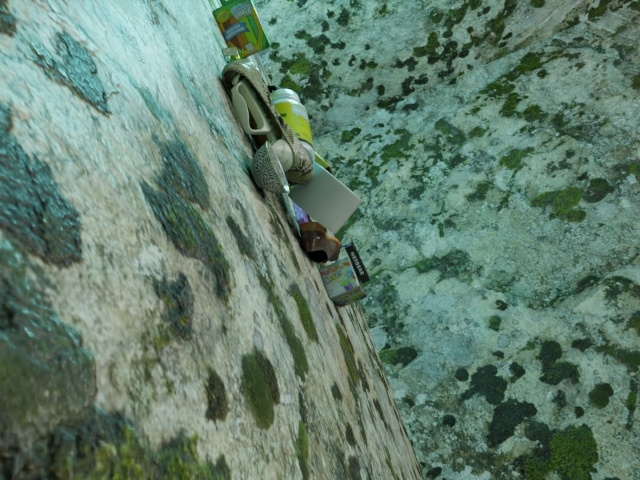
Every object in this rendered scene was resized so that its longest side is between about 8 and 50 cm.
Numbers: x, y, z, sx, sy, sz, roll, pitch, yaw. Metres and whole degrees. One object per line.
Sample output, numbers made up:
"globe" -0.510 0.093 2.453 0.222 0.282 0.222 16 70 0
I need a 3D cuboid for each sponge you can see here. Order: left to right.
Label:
"sponge" -0.083 -0.108 2.045 0.210 0.031 0.117 -106 172 -54

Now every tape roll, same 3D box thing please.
"tape roll" 0.018 -0.165 1.766 0.246 0.169 0.246 39 7 -5

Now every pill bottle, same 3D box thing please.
"pill bottle" -0.134 -0.439 1.831 0.188 0.187 0.334 59 18 -58

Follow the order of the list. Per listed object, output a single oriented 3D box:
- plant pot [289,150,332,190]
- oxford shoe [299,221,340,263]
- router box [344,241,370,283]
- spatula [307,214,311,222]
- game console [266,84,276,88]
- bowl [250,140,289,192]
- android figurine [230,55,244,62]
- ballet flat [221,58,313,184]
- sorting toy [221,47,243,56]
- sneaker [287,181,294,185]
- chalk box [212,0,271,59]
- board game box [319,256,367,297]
"plant pot" -0.081 -0.339 2.192 0.187 0.212 0.212 55 3 11
"oxford shoe" -0.003 0.043 1.893 0.363 0.129 0.133 42 42 -63
"router box" 0.165 0.097 2.053 0.179 0.046 0.133 64 5 -2
"spatula" -0.097 -0.230 2.397 0.084 0.030 0.297 40 29 -77
"game console" -0.237 -0.658 1.892 0.122 0.107 0.071 -126 -143 -79
"bowl" -0.163 -0.208 1.392 0.170 0.080 0.170 -23 90 -84
"android figurine" -0.293 -0.639 1.865 0.248 0.056 0.273 63 0 -16
"ballet flat" -0.195 -0.377 1.555 0.483 0.164 0.182 61 29 -16
"sorting toy" -0.343 -0.740 1.796 0.012 0.083 0.062 100 -24 -50
"sneaker" -0.167 -0.337 1.938 0.229 0.086 0.132 59 4 36
"chalk box" -0.362 -0.983 2.056 0.179 0.180 0.289 -100 166 -67
"board game box" 0.109 0.199 2.093 0.275 0.144 0.142 53 15 -68
